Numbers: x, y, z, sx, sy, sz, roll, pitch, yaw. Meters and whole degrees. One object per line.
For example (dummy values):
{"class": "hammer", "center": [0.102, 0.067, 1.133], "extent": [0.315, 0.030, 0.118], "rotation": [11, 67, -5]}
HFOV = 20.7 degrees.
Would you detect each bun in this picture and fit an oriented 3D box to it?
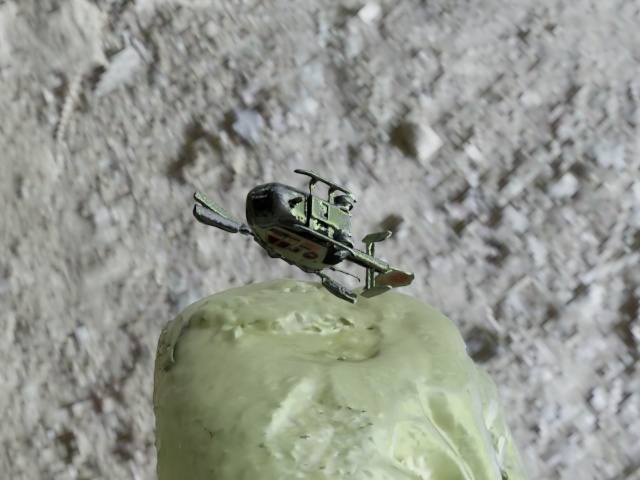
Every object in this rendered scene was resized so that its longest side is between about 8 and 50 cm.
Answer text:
{"class": "bun", "center": [0.028, 0.178, 1.050], "extent": [0.211, 0.360, 0.360], "rotation": [-13, 122, 3]}

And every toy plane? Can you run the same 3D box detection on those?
{"class": "toy plane", "center": [0.000, 0.000, 0.796], "extent": [0.120, 0.031, 0.049], "rotation": [25, 144, -36]}
